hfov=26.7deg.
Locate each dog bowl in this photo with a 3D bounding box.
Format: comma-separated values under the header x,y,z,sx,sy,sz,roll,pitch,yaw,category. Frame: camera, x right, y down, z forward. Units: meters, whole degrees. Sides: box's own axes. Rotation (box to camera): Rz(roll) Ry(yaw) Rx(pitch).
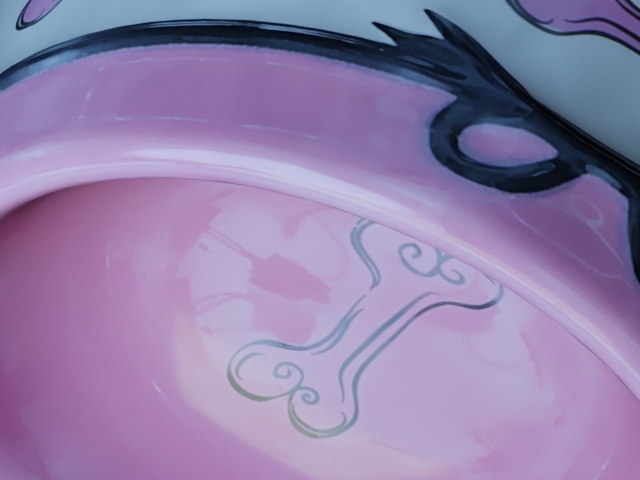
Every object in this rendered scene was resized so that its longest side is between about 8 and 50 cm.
x,y,z,sx,sy,sz,roll,pitch,yaw,category
0.010,0.048,0.552,0.407,0.150,0.408,13,136,12,dog bowl
